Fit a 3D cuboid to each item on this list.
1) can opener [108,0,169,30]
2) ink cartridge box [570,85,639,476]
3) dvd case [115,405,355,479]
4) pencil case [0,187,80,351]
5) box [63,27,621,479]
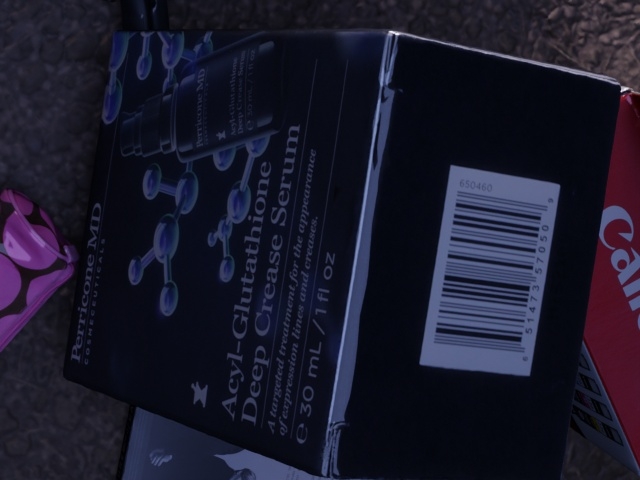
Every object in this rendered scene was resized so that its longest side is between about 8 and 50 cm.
[{"bbox_3d":[-0.148,-0.184,1.478,0.059,0.073,0.186,-29,114,-49],"label":"can opener"},{"bbox_3d":[0.240,0.026,1.497,0.130,0.272,0.309,-28,105,-8],"label":"ink cartridge box"},{"bbox_3d":[-0.057,0.192,1.577,0.238,0.029,0.179,10,97,-17],"label":"dvd case"},{"bbox_3d":[-0.289,0.060,1.461,0.098,0.095,0.209,40,90,17],"label":"pencil case"},{"bbox_3d":[0.000,0.000,1.331,0.212,0.395,0.293,8,91,-34],"label":"box"}]
